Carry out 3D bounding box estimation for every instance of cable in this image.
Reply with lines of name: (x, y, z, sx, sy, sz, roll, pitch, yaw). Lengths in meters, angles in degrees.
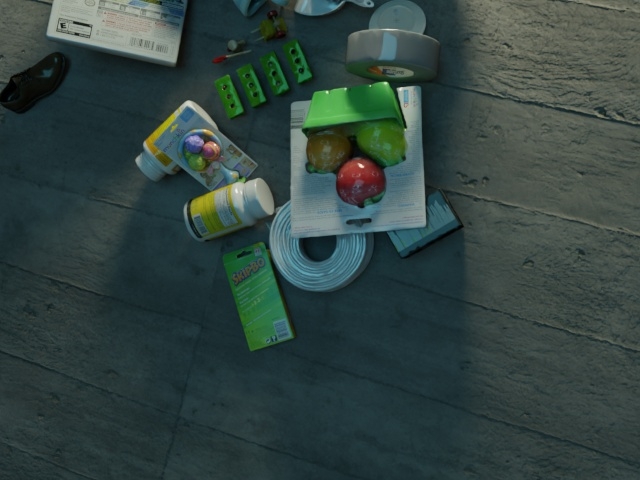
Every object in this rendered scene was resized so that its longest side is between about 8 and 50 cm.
cable: (0.000, 0.000, 1.772, 0.257, 0.089, 0.257, -24, 83, 13)

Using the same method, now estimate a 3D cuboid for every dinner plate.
dinner plate: (0.188, -0.535, 1.753, 0.141, 0.017, 0.141, -4, 71, 11)

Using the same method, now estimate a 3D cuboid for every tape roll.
tape roll: (0.168, -0.429, 1.671, 0.219, 0.219, 0.072, 6, 90, 14)

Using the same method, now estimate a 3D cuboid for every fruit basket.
fruit basket: (0.086, -0.184, 1.693, 0.327, 0.165, 0.353, -6, 80, 17)

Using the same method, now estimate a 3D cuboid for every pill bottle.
pill bottle: (-0.231, -0.079, 1.809, 0.208, 0.119, 0.119, -18, 85, 18)
pill bottle: (-0.378, -0.254, 1.859, 0.215, 0.117, 0.117, -41, 80, 10)

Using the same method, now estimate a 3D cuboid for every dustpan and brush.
dustpan and brush: (0.043, -0.616, 1.787, 0.211, 0.060, 0.147, 25, 95, 14)

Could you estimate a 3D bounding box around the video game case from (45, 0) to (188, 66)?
video game case: (-0.515, -0.628, 1.856, 0.329, 0.036, 0.300, 10, 82, -10)

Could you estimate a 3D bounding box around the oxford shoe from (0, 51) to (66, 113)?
oxford shoe: (-0.802, -0.442, 1.983, 0.227, 0.096, 0.083, -42, 78, 8)

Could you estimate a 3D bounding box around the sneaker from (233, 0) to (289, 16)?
sneaker: (-0.079, -0.669, 1.761, 0.366, 0.135, 0.150, -16, 99, 41)

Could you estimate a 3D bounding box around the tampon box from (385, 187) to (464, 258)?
tampon box: (0.243, -0.038, 1.694, 0.161, 0.120, 0.101, -30, 82, 12)

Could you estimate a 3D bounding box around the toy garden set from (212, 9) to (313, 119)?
toy garden set: (-0.160, -0.455, 1.846, 0.244, 0.049, 0.204, -24, 85, 14)

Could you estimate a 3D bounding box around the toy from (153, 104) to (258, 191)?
toy: (-0.287, -0.210, 1.801, 0.237, 0.056, 0.137, 39, 102, -26)

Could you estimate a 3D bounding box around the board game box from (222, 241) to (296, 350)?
board game box: (-0.159, 0.143, 1.838, 0.124, 0.039, 0.259, -19, 87, 13)
